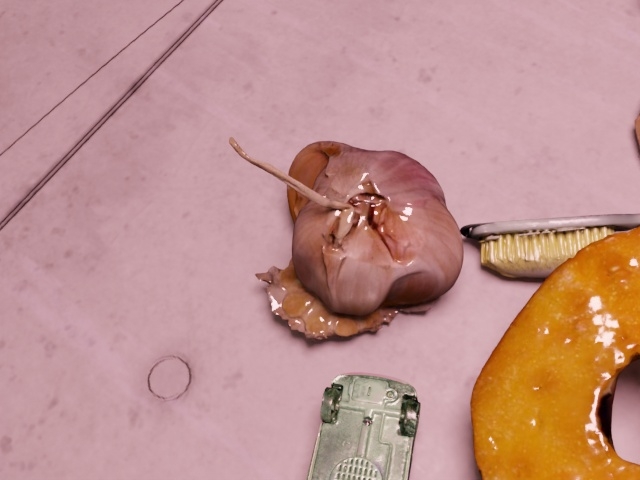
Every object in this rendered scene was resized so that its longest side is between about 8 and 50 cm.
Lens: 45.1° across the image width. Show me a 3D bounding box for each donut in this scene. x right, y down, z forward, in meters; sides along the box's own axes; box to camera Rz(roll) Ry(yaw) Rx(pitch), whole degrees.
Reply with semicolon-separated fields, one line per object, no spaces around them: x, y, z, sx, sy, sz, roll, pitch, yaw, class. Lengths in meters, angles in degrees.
0.279;0.142;0.631;0.303;0.110;0.302;-11;67;29;donut

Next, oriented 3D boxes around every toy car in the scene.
0.033;0.229;0.685;0.090;0.076;0.224;6;58;13;toy car

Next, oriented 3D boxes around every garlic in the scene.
0.000;0.000;0.737;0.207;0.257;0.207;-11;76;48;garlic

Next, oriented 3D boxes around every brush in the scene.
0.288;0.001;0.750;0.297;0.068;0.060;-6;80;16;brush

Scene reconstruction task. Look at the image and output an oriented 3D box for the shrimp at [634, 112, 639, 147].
0.402;-0.154;0.812;0.168;0.077;0.317;-21;66;1;shrimp
